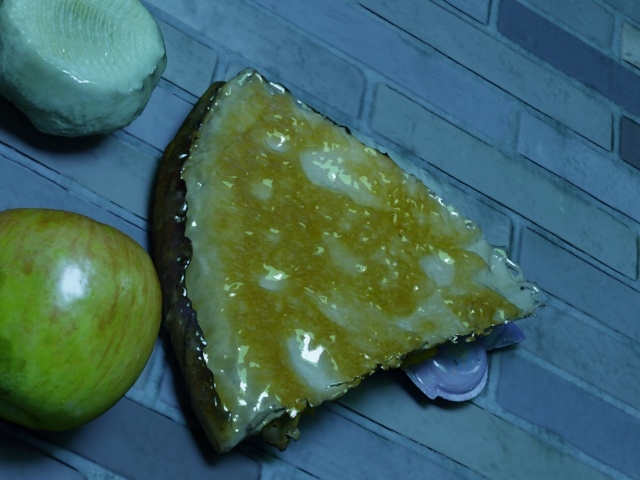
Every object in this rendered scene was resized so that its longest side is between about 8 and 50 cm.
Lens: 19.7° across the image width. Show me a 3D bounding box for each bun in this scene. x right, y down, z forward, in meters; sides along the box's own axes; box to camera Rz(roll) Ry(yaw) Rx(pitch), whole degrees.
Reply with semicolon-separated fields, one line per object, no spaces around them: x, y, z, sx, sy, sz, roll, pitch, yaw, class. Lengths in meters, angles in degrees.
-0.249;-0.178;1.811;0.195;0.118;0.195;21;40;-19;bun

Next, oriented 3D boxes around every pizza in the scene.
-0.029;-0.006;1.851;0.435;0.080;0.392;-20;66;-41;pizza

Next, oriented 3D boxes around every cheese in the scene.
0.144;0.108;1.936;0.105;0.042;0.191;47;38;2;cheese

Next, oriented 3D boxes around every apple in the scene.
-0.234;0.069;1.559;0.196;0.196;0.196;22;45;-23;apple
